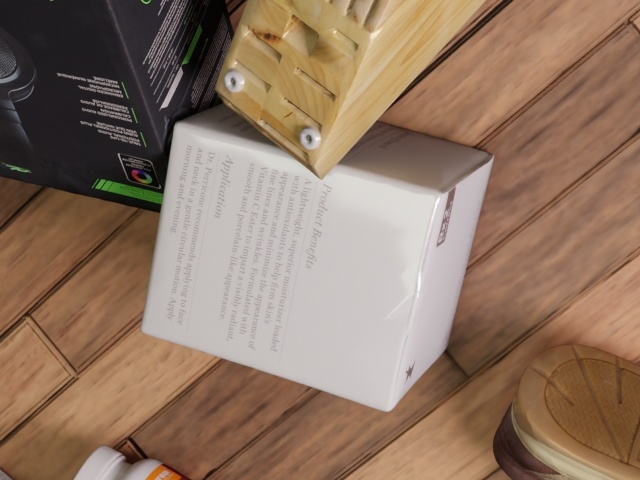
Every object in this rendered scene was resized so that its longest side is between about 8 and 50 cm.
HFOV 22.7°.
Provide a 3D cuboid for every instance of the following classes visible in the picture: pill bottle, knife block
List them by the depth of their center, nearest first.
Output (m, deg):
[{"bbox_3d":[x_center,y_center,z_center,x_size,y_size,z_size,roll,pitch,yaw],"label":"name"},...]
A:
[{"bbox_3d":[0.076,-0.193,0.988,0.088,0.242,0.276,39,127,20],"label":"knife block"},{"bbox_3d":[-0.116,0.219,1.204,0.152,0.086,0.086,29,110,9],"label":"pill bottle"}]

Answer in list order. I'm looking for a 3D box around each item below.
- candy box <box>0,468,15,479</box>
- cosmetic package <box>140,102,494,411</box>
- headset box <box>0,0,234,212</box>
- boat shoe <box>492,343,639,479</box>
[{"bbox_3d":[-0.225,0.313,1.271,0.233,0.071,0.159,39,111,7],"label":"candy box"},{"bbox_3d":[0.000,0.000,1.076,0.183,0.151,0.151,17,108,14],"label":"cosmetic package"},{"bbox_3d":[-0.200,-0.153,1.050,0.246,0.283,0.131,13,62,14],"label":"headset box"},{"bbox_3d":[0.271,0.198,1.069,0.342,0.123,0.123,27,140,5],"label":"boat shoe"}]
